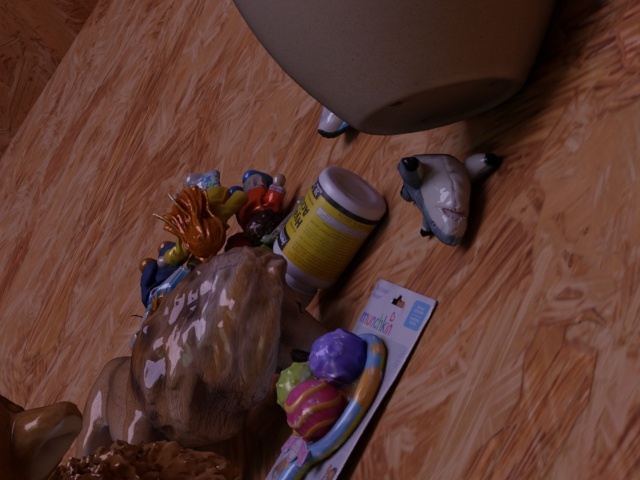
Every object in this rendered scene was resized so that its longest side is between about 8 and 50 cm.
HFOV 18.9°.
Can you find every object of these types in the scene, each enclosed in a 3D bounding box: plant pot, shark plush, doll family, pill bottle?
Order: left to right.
[{"bbox_3d":[-0.137,0.029,1.893,0.263,0.118,0.163,-58,18,14],"label":"doll family"},{"bbox_3d":[0.000,0.000,1.635,0.116,0.065,0.065,-56,18,22],"label":"pill bottle"},{"bbox_3d":[0.067,-0.190,1.462,0.284,0.284,0.191,-32,69,59],"label":"plant pot"},{"bbox_3d":[0.077,-0.033,1.488,0.161,0.073,0.067,-173,80,-67],"label":"shark plush"}]

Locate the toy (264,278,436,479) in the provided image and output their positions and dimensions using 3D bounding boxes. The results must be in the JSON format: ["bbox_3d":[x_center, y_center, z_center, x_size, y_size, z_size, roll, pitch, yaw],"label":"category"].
[{"bbox_3d":[-0.007,0.132,1.475,0.237,0.056,0.137,-63,18,-2],"label":"toy"}]

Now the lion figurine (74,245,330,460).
[{"bbox_3d":[-0.144,0.148,1.680,0.392,0.142,0.240,-20,58,56],"label":"lion figurine"}]

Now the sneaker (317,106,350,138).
[{"bbox_3d":[0.026,-0.190,1.816,0.071,0.083,0.191,-9,57,67],"label":"sneaker"}]

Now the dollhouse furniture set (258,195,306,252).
[{"bbox_3d":[-0.036,0.024,1.776,0.152,0.058,0.076,-47,5,-16],"label":"dollhouse furniture set"}]

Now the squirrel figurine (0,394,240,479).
[{"bbox_3d":[-0.215,0.256,1.318,0.281,0.397,0.370,5,106,38],"label":"squirrel figurine"}]
